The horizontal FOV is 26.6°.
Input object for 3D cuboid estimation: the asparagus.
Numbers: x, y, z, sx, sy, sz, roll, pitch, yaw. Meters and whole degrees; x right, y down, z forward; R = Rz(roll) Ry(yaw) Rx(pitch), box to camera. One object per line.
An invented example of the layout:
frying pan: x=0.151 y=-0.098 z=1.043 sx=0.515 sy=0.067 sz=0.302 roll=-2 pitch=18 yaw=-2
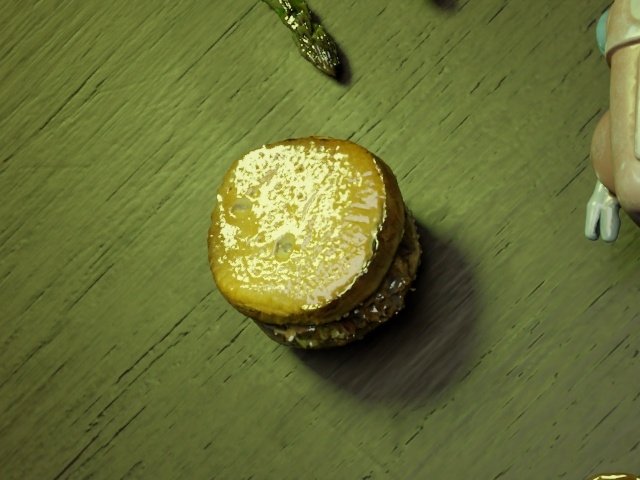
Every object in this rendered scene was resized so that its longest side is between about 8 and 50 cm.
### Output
asparagus: x=-0.023 y=-0.215 z=1.327 sx=0.036 sy=0.030 sz=0.165 roll=-24 pitch=56 yaw=-13

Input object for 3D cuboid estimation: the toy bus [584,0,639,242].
toy bus: x=0.321 y=-0.121 z=1.043 sx=0.231 sy=0.197 sz=0.294 roll=-5 pitch=69 yaw=34

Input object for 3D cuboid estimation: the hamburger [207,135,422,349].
hamburger: x=0.003 y=0.007 z=1.173 sx=0.191 sy=0.118 sz=0.182 roll=30 pitch=87 yaw=35

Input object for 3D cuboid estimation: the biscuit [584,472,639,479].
biscuit: x=0.238 y=0.377 z=0.941 sx=0.283 sy=0.064 sz=0.432 roll=-19 pitch=61 yaw=27
